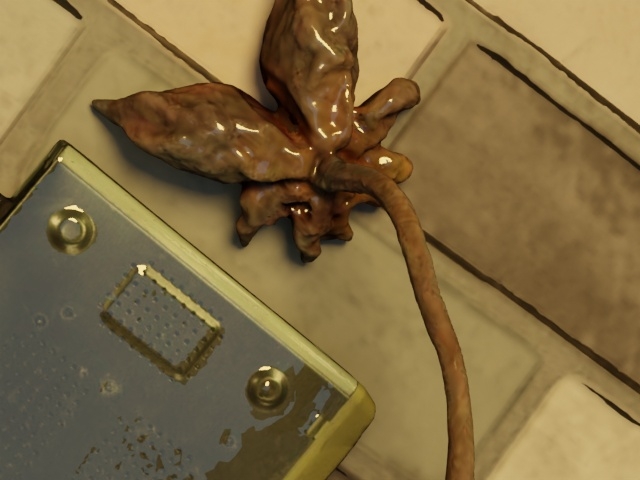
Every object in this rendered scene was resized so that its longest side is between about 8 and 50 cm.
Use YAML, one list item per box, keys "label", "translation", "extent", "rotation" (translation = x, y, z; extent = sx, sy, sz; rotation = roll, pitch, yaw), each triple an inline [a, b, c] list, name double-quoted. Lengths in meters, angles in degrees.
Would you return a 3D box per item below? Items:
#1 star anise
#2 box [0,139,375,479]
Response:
- label: "star anise"
  translation: [0.000, 0.000, 0.767]
  extent: [0.148, 0.227, 0.218]
  rotation: [-4, 108, -16]
- label: "box"
  translation: [-0.132, 0.113, 0.834]
  extent: [0.211, 0.045, 0.270]
  rotation: [41, 88, -13]
